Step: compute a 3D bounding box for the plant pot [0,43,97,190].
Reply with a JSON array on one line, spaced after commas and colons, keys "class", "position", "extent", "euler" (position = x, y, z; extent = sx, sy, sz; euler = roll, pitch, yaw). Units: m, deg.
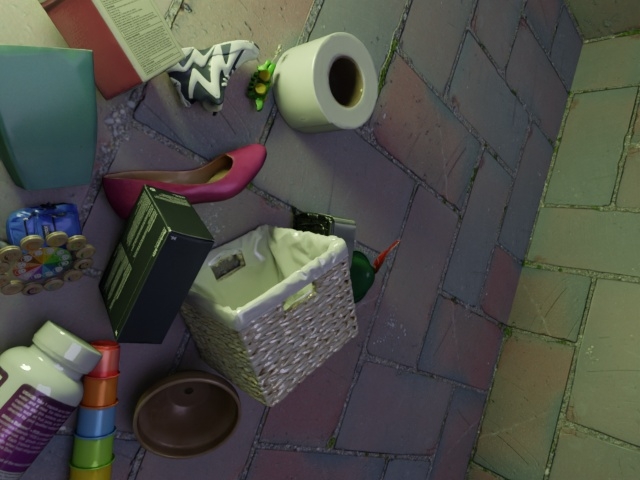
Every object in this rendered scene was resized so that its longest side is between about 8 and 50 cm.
[{"class": "plant pot", "position": [-0.502, -0.214, 0.828], "extent": [0.165, 0.166, 0.234], "euler": [-15, 109, -40]}]

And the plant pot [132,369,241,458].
[{"class": "plant pot", "position": [-0.312, 0.386, 1.083], "extent": [0.237, 0.110, 0.237], "euler": [-7, 116, -14]}]

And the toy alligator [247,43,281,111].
[{"class": "toy alligator", "position": [-0.150, -0.425, 1.185], "extent": [0.051, 0.056, 0.189], "euler": [16, 84, -1]}]

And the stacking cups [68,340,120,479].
[{"class": "stacking cups", "position": [-0.479, 0.376, 0.972], "extent": [0.096, 0.096, 0.316], "euler": [3, 93, -42]}]

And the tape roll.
[{"class": "tape roll", "position": [0.015, -0.419, 1.251], "extent": [0.246, 0.169, 0.246], "euler": [-8, 102, -41]}]

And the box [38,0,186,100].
[{"class": "box", "position": [-0.401, -0.417, 0.885], "extent": [0.232, 0.127, 0.148], "euler": [62, 36, -28]}]

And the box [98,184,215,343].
[{"class": "box", "position": [-0.339, 0.050, 0.928], "extent": [0.103, 0.184, 0.261], "euler": [16, 112, -41]}]

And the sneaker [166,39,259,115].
[{"class": "sneaker", "position": [-0.238, -0.378, 1.083], "extent": [0.235, 0.094, 0.153], "euler": [-26, 114, -36]}]

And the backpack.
[{"class": "backpack", "position": [-0.525, -0.024, 0.873], "extent": [0.120, 0.101, 0.098], "euler": [-12, 97, -36]}]

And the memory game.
[{"class": "memory game", "position": [-0.520, 0.047, 0.863], "extent": [0.186, 0.012, 0.186], "euler": [-28, 157, -13]}]

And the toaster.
[{"class": "toaster", "position": [0.000, 0.000, 1.300], "extent": [0.110, 0.168, 0.185], "euler": [3, 95, -45]}]

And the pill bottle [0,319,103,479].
[{"class": "pill bottle", "position": [-0.555, 0.306, 0.843], "extent": [0.301, 0.169, 0.169], "euler": [-55, 127, -21]}]

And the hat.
[{"class": "hat", "position": [0.161, 0.120, 1.444], "extent": [0.173, 0.183, 0.208], "euler": [-38, 119, -31]}]

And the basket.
[{"class": "basket", "position": [-0.126, 0.155, 1.099], "extent": [0.328, 0.331, 0.266], "euler": [-32, 118, -34]}]

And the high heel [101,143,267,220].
[{"class": "high heel", "position": [-0.287, -0.160, 1.038], "extent": [0.377, 0.127, 0.181], "euler": [-43, 132, -25]}]
